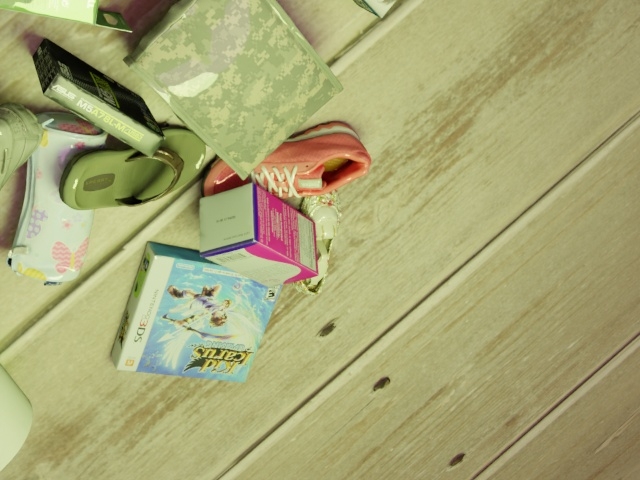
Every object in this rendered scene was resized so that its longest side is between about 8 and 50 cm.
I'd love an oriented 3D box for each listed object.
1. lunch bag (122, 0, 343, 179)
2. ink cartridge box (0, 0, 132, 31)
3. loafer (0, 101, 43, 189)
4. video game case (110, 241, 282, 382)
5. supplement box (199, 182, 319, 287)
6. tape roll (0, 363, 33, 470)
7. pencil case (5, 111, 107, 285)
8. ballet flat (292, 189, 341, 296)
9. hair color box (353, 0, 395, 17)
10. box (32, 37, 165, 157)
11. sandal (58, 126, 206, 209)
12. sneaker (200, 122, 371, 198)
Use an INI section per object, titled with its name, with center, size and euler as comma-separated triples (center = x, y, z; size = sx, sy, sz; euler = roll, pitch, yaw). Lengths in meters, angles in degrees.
[lunch bag]
center = -0.145, -0.278, 1.326
size = 0.235, 0.169, 0.287
euler = -43, 137, 1
[ink cartridge box]
center = -0.380, -0.362, 1.220
size = 0.209, 0.109, 0.062
euler = 4, 115, -27
[loafer]
center = -0.539, -0.079, 1.258
size = 0.112, 0.111, 0.319
euler = 42, 113, -2
[video game case]
center = -0.229, 0.143, 1.590
size = 0.269, 0.061, 0.244
euler = 11, 112, -29
[supplement box]
center = -0.103, -0.003, 1.474
size = 0.111, 0.114, 0.220
euler = -14, 155, 25
[tape roll]
center = -0.620, 0.283, 1.372
size = 0.246, 0.246, 0.169
euler = -29, 124, -8
[pencil case]
center = -0.425, -0.069, 1.353
size = 0.124, 0.113, 0.273
euler = 6, 113, -31
[ballet flat]
center = 0.000, 0.000, 1.610
size = 0.091, 0.077, 0.241
euler = -2, 116, -23
[hair color box]
center = 0.025, -0.534, 1.319
size = 0.347, 0.105, 0.174
euler = 36, 98, -35
[box]
center = -0.336, -0.217, 1.269
size = 0.184, 0.191, 0.045
euler = 33, 101, -33
[sandal]
center = -0.284, -0.101, 1.354
size = 0.302, 0.086, 0.120
euler = -29, 135, -53
[sneaker]
center = -0.055, -0.125, 1.481
size = 0.313, 0.136, 0.116
euler = -19, 122, -14
